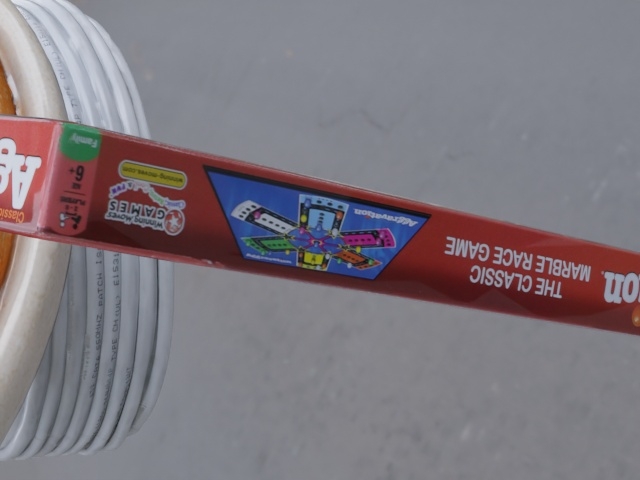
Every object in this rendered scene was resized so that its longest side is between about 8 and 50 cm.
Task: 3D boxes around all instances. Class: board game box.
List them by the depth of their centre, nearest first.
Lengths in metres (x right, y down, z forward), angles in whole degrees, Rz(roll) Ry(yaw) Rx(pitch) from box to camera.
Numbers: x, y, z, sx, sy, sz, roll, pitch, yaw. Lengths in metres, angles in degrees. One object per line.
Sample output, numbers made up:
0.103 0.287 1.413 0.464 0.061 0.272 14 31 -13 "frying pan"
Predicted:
0.000 0.000 0.447 0.145 0.281 0.027 10 90 47 "board game box"

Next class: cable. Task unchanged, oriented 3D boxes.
-0.161 -0.008 0.853 0.257 0.089 0.257 -37 63 60 "cable"

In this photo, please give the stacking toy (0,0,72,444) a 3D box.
-0.328 -0.069 0.481 0.350 0.480 0.351 -11 59 19 "stacking toy"
